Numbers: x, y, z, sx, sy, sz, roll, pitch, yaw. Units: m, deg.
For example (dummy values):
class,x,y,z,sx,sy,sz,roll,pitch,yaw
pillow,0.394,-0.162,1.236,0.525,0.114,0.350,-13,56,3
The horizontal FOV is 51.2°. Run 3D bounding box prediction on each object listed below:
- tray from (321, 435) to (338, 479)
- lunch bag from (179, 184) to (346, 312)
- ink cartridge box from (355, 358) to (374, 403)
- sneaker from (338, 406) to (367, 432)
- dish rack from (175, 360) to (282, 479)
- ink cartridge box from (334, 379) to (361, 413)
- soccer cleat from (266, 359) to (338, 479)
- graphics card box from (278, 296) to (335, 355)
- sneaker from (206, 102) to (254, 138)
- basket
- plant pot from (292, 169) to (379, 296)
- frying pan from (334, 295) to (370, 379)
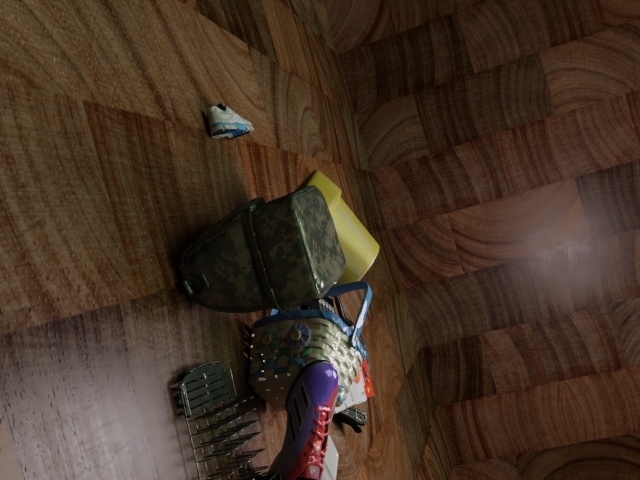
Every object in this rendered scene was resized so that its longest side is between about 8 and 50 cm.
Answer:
class,x,y,z,sx,sy,sz,roll,pitch,yaw
tray,-0.008,0.493,1.661,0.145,0.030,0.270,-75,147,-61
lunch bag,-0.112,0.025,1.324,0.305,0.256,0.213,-45,116,-74
ink cartridge box,0.124,0.430,2.093,0.179,0.045,0.146,-1,75,-55
sneaker,0.068,0.487,1.893,0.170,0.089,0.051,37,60,-11
dish rack,-0.160,0.346,1.171,0.208,0.074,0.272,9,66,-75
ink cartridge box,0.036,0.399,1.779,0.150,0.063,0.109,-1,70,-60
soccer cleat,-0.022,0.388,1.281,0.116,0.108,0.318,35,-71,63
graphics card box,-0.039,0.145,1.783,0.233,0.094,0.371,43,33,-64
sneaker,-0.221,-0.295,1.627,0.083,0.071,0.190,68,14,1
basket,-0.021,0.217,1.465,0.201,0.254,0.289,58,32,-30
plant pot,0.000,0.000,1.602,0.239,0.254,0.254,39,23,-9
frying pan,0.115,0.330,2.255,0.197,0.053,0.326,41,39,-64
